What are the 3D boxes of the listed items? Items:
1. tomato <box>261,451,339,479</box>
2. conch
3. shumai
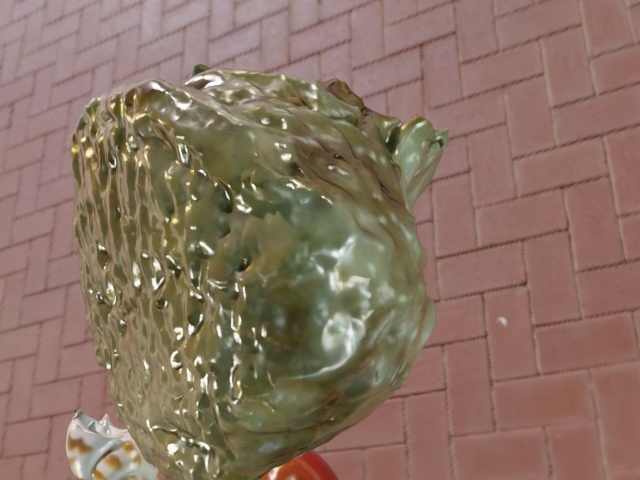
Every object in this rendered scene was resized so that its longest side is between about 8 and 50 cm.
[{"bbox_3d":[-0.056,0.316,0.961,0.136,0.195,0.195,-50,45,43],"label":"tomato"},{"bbox_3d":[-0.411,0.450,1.664,0.275,0.183,0.148,13,86,53],"label":"conch"},{"bbox_3d":[0.000,0.000,0.584,0.330,0.288,0.291,-15,87,56],"label":"shumai"}]
